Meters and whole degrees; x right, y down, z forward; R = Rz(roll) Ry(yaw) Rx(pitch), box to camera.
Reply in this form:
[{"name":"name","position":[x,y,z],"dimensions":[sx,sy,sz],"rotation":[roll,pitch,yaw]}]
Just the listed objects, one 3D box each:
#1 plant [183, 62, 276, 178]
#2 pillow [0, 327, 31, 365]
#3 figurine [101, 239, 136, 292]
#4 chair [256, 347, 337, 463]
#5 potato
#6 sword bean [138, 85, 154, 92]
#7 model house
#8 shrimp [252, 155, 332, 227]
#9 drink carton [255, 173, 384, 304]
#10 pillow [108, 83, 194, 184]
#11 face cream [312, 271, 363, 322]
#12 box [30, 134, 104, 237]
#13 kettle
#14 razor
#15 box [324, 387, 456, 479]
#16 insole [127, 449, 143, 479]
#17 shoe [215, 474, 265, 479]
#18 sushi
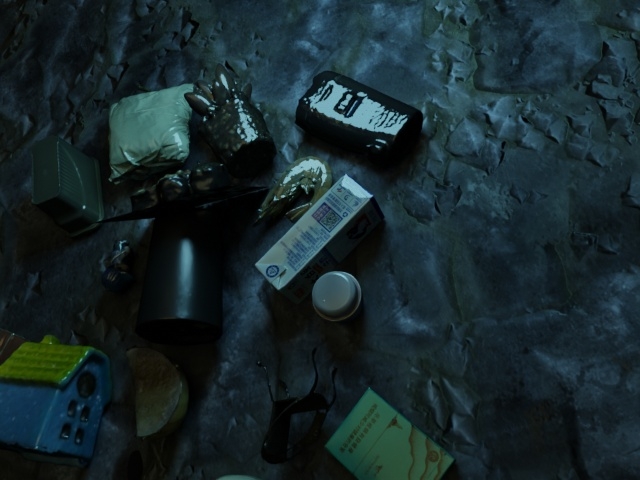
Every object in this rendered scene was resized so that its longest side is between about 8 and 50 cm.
[{"name":"plant","position":[-0.246,-0.337,1.564],"dimensions":[0.194,0.181,0.321],"rotation":[-33,66,3]},{"name":"pillow","position":[-0.896,0.319,1.585],"dimensions":[0.232,0.043,0.126],"rotation":[15,73,23]},{"name":"figurine","position":[-0.557,0.070,1.556],"dimensions":[0.086,0.087,0.149],"rotation":[-38,51,45]},{"name":"chair","position":[-0.054,0.359,1.202],"dimensions":[0.148,0.174,0.213],"rotation":[-12,54,19]},{"name":"potato","position":[-0.378,0.356,1.355],"dimensions":[0.138,0.098,0.243],"rotation":[-25,56,4]},{"name":"sword bean","position":[-0.564,-0.489,1.834],"dimensions":[0.083,0.012,0.012],"rotation":[27,79,28]},{"name":"model house","position":[-0.671,0.383,1.387],"dimensions":[0.236,0.215,0.304],"rotation":[-1,64,20]},{"name":"shrimp","position":[-0.062,-0.108,1.468],"dimensions":[0.145,0.059,0.254],"rotation":[30,75,18]},{"name":"drink carton","position":[0.000,0.000,1.355],"dimensions":[0.315,0.130,0.106],"rotation":[-45,60,-2]},{"name":"pillow","position":[-0.501,-0.323,1.667],"dimensions":[0.283,0.138,0.310],"rotation":[-15,61,12]},{"name":"face cream","position":[0.042,0.133,1.297],"dimensions":[0.117,0.104,0.117],"rotation":[-7,67,16]},{"name":"box","position":[-0.755,-0.161,1.666],"dimensions":[0.138,0.178,0.274],"rotation":[-23,61,9]},{"name":"kettle","position":[-0.349,0.101,1.429],"dimensions":[0.203,0.262,0.308],"rotation":[6,61,-16]},{"name":"razor","position":[0.096,-0.320,1.471],"dimensions":[0.326,0.107,0.189],"rotation":[31,80,27]},{"name":"box","position":[0.140,0.441,1.164],"dimensions":[0.226,0.042,0.161],"rotation":[35,83,28]},{"name":"insole","position":[-0.439,0.570,1.337],"dimensions":[0.044,0.002,0.135],"rotation":[-19,63,12]},{"name":"shoe","position":[-0.112,0.578,1.098],"dimensions":[0.341,0.210,0.132],"rotation":[29,80,28]},{"name":"sushi","position":[-0.359,-0.140,1.443],"dimensions":[0.372,0.296,0.100],"rotation":[-13,92,15]}]
